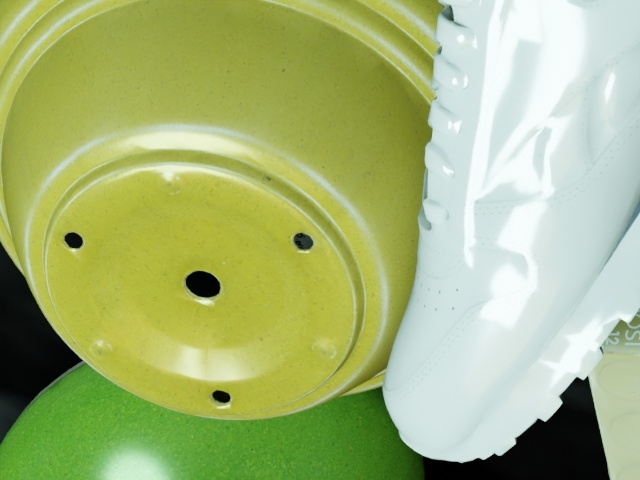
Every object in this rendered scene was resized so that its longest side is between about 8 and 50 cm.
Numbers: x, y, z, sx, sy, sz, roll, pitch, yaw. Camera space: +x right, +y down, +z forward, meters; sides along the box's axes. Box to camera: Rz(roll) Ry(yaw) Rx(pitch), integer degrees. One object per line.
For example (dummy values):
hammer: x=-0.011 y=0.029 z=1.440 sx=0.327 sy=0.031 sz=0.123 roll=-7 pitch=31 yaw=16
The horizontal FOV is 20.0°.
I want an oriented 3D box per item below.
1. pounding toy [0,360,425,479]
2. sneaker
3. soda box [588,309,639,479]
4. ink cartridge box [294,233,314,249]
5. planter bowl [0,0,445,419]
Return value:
pounding toy: x=-0.050 y=0.155 z=0.728 sx=0.183 sy=0.110 sz=0.237 roll=15 pitch=122 yaw=-22
sneaker: x=0.065 y=-0.047 z=0.499 sx=0.094 sy=0.090 sz=0.235 roll=23 pitch=108 yaw=-11
soda box: x=0.142 y=0.076 z=0.679 sx=0.061 sy=0.058 sz=0.181 roll=0 pitch=139 yaw=18
ink cartridge box: x=0.000 y=0.000 z=0.658 sx=0.083 sy=0.028 sz=0.048 roll=14 pitch=139 yaw=3
planter bowl: x=-0.028 y=-0.009 z=0.578 sx=0.217 sy=0.090 sz=0.217 roll=6 pitch=128 yaw=8
